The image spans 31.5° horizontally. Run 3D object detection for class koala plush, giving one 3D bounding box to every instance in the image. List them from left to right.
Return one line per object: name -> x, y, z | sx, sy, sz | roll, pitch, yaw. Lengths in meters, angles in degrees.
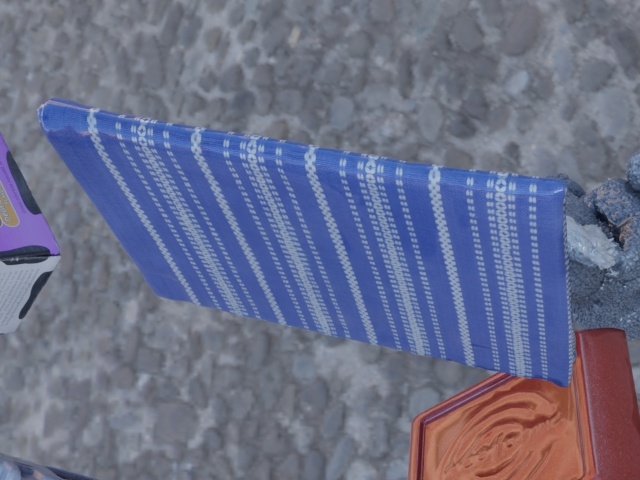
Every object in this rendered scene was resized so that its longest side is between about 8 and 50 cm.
koala plush -> 0.267, 0.011, 1.179 | 0.196, 0.221, 0.203 | -18, 79, 43

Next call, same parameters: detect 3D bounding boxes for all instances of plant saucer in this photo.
plant saucer -> 0.174, 0.204, 1.057 | 0.258, 0.048, 0.259 | -33, 23, 25

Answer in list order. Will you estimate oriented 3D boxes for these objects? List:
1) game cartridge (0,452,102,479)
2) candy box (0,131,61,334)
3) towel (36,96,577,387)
game cartridge -> -0.134, 0.264, 0.739 | 0.062, 0.297, 0.198 | 16, 81, 54
candy box -> -0.245, -0.027, 0.512 | 0.070, 0.196, 0.165 | -51, 60, 38
towel -> 0.000, 0.000, 0.743 | 0.336, 0.243, 0.040 | 11, 63, 20
